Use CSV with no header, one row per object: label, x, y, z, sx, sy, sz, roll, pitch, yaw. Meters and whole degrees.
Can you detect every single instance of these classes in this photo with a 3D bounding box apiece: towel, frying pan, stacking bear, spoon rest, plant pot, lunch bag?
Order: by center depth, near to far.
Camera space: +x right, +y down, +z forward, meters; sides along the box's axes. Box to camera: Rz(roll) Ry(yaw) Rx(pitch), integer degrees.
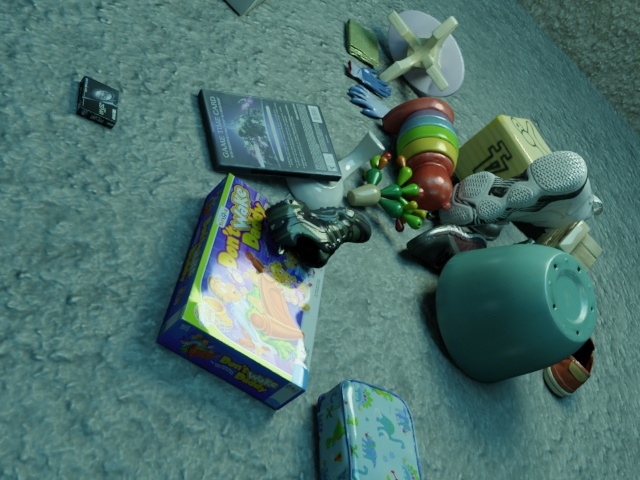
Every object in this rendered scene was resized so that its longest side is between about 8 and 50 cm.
lunch bag,0.082,0.348,1.279,0.176,0.090,0.219,23,43,-31
plant pot,0.427,0.139,1.648,0.292,0.235,0.293,15,67,-39
spoon rest,0.029,-0.146,1.699,0.137,0.084,0.276,51,49,4
stacking bear,0.258,-0.195,1.916,0.175,0.164,0.289,27,46,-29
frying pan,0.372,-0.107,2.050,0.326,0.053,0.197,19,44,-40
towel,0.115,-0.546,2.182,0.110,0.027,0.148,26,43,-28

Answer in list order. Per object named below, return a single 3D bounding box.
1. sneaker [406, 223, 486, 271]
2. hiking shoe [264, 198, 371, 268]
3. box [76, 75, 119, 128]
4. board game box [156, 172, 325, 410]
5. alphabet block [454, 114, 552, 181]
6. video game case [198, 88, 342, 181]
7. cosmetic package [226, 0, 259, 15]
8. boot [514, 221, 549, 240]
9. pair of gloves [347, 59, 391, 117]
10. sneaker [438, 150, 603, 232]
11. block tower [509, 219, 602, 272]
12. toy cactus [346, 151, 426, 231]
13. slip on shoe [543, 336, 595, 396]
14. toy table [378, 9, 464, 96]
sneaker,0.319,0.059,1.789,0.281,0.106,0.163,4,58,-46
hiking shoe,0.000,0.000,1.395,0.226,0.086,0.114,8,66,-37
box,-0.386,-0.240,1.368,0.067,0.018,0.083,23,43,-32
board game box,-0.115,0.077,1.322,0.233,0.078,0.347,34,38,-21
alphabet block,0.484,-0.186,2.036,0.192,0.193,0.197,-2,58,-52
video game case,-0.101,-0.211,1.593,0.274,0.026,0.196,2,55,-29
cosmetic package,-0.245,-0.746,1.915,0.377,0.097,0.284,44,34,-7
boot,0.589,-0.134,2.260,0.246,0.094,0.207,39,40,-5
pair of gloves,0.132,-0.388,2.062,0.159,0.023,0.198,25,43,-34
sneaker,0.476,-0.074,1.861,0.210,0.365,0.138,39,45,-41
block tower,0.505,0.049,1.824,0.097,0.335,0.091,47,68,-4
toy cactus,0.138,-0.104,1.765,0.180,0.112,0.219,-9,66,-30
slip on shoe,0.631,0.257,1.948,0.123,0.101,0.331,45,34,-4
toy table,0.278,-0.521,2.180,0.274,0.252,0.161,44,18,9
